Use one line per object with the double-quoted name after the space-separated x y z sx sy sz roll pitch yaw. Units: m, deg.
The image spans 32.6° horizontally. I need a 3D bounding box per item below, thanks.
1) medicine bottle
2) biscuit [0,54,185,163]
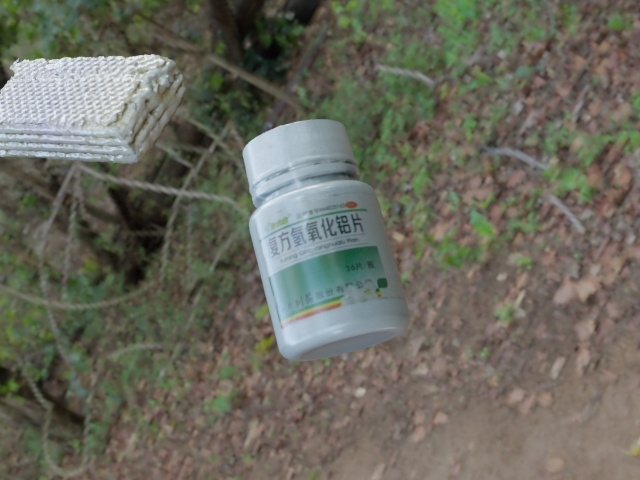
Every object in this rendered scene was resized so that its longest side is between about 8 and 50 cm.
0.000 0.000 0.651 0.080 0.080 0.130 -34 67 55 "medicine bottle"
-0.247 -0.135 1.111 0.238 0.062 0.108 6 55 36 "biscuit"
